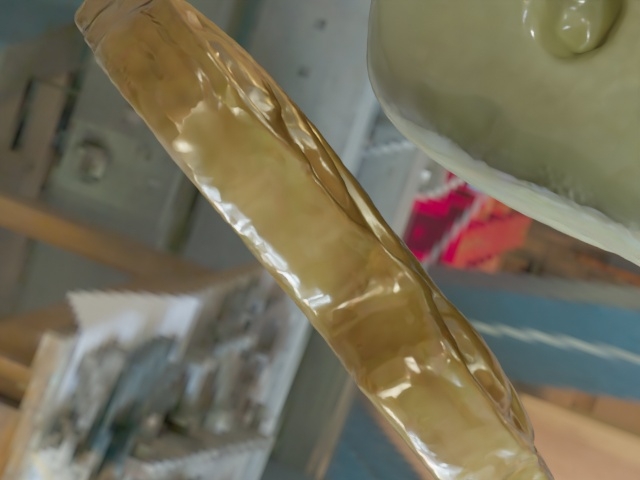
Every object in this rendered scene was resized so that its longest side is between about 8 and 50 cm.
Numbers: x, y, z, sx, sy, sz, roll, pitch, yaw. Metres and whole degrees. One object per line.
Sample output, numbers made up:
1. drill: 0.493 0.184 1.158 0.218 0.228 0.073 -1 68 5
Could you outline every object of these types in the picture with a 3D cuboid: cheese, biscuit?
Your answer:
1. cheese: 0.198 -0.151 1.061 0.129 0.328 0.351 25 82 -63
2. biscuit: 0.000 0.000 0.877 0.057 0.312 0.351 -40 173 -1
